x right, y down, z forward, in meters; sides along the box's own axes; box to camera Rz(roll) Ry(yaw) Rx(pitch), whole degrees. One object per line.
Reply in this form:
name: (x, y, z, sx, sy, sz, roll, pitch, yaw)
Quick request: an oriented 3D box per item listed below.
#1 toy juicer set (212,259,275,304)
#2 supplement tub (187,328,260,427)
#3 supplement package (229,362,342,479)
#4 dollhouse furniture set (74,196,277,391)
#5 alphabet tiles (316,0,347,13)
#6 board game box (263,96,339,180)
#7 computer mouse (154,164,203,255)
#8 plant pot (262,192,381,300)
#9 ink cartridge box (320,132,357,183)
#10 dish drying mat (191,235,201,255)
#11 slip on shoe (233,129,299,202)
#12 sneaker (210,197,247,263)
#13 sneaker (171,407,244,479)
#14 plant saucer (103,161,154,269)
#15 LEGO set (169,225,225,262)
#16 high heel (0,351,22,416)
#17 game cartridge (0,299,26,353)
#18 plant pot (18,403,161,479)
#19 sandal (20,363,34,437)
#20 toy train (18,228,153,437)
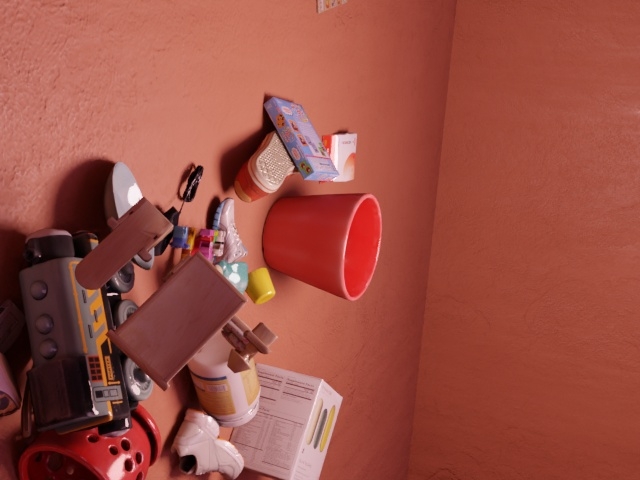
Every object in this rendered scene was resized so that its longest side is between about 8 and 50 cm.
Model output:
toy juicer set: (-0.236, 0.107, 1.480, 0.089, 0.209, 0.329, 60, 9, 17)
supplement tub: (-0.213, 0.307, 1.619, 0.144, 0.144, 0.200, -55, 147, -46)
supplement package: (-0.092, 0.494, 1.909, 0.199, 0.198, 0.263, 55, 49, -58)
dollhouse furniture set: (-0.248, 0.113, 1.175, 0.174, 0.303, 0.355, -45, -174, -14)
alphabet tiles: (0.022, -0.722, 1.933, 0.237, 0.009, 0.198, -46, 140, -54)
board game box: (-0.044, -0.246, 1.778, 0.211, 0.039, 0.160, 63, 22, 9)
computer mouse: (-0.291, -0.066, 1.433, 0.071, 0.041, 0.242, 106, 3, -49)
plant pot: (0.000, 0.000, 1.869, 0.275, 0.243, 0.275, 10, 90, -68)
ink cartridge box: (0.056, -0.247, 2.159, 0.179, 0.045, 0.145, -27, 123, -65)
dish drying mat: (-0.265, 0.010, 1.555, 0.083, 0.008, 0.032, -34, 130, -59)
slip on shoe: (-0.119, -0.178, 1.719, 0.123, 0.101, 0.331, 51, 26, -10)
sneaker: (-0.198, 0.001, 1.601, 0.071, 0.083, 0.191, -14, 113, -78)
sneaker: (-0.268, 0.495, 1.654, 0.121, 0.099, 0.262, -56, 140, -31)
plant saucer: (-0.339, -0.038, 1.256, 0.195, 0.037, 0.195, -14, 90, -88)
LEGO set: (-0.251, 0.021, 1.454, 0.227, 0.087, 0.093, -3, 100, -90)
high heel: (-0.524, 0.221, 0.995, 0.093, 0.186, 0.261, 63, -17, 15)
game cartridge: (-0.481, 0.138, 1.090, 0.083, 0.017, 0.056, -63, 148, -35)
plant pot: (-0.372, 0.361, 1.213, 0.174, 0.191, 0.191, -52, 144, -55)
sandal: (-0.432, 0.217, 1.133, 0.072, 0.049, 0.180, 131, -30, -58)
toy train: (-0.364, 0.138, 1.106, 0.190, 0.142, 0.334, 24, 52, -71)
